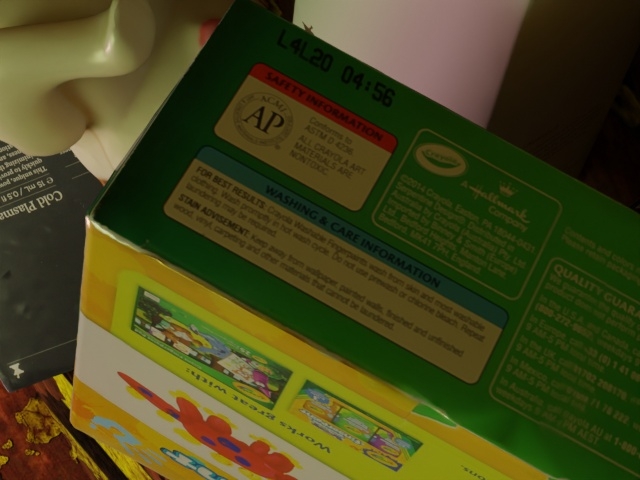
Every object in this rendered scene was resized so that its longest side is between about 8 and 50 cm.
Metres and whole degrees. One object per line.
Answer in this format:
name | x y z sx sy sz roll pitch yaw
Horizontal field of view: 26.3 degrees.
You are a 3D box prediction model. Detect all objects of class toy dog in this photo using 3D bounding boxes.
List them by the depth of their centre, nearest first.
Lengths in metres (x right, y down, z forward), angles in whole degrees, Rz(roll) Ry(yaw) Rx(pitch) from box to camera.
toy dog | -0.216 -0.161 1.060 0.408 0.284 0.395 26 146 -20

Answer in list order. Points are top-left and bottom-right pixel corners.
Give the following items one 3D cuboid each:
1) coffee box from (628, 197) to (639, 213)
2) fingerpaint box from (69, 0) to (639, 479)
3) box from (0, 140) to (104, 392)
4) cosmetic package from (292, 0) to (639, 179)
coffee box | 0.330 0.019 0.758 0.168 0.119 0.297 59 156 -13
fingerpaint box | 0.084 0.105 0.821 0.445 0.163 0.371 29 155 2
box | -0.223 -0.064 1.376 0.179 0.343 0.312 -81 -31 -64
cosmetic package | 0.099 -0.157 0.913 0.197 0.155 0.365 48 157 22
